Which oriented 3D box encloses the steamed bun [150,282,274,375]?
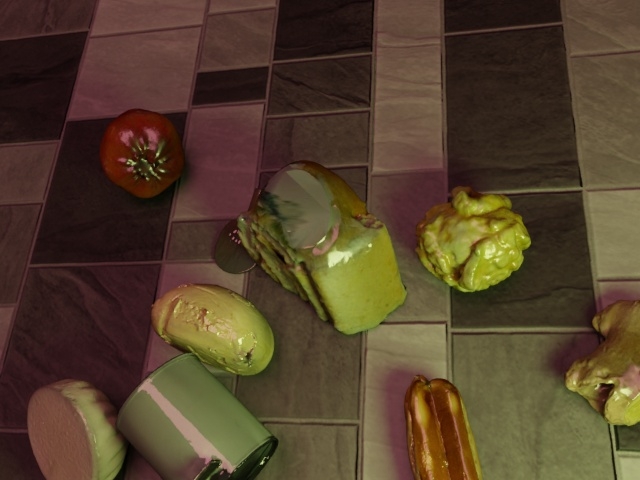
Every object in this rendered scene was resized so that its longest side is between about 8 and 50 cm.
[{"bbox_3d":[-0.225,0.182,1.478,0.273,0.232,0.166,14,66,23],"label":"steamed bun"}]

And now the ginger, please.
[{"bbox_3d":[0.607,0.227,1.326,0.276,0.130,0.221,-28,51,0],"label":"ginger"}]

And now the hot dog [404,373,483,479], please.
[{"bbox_3d":[0.242,0.426,1.329,0.135,0.100,0.337,-9,64,-1],"label":"hot dog"}]

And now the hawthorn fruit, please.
[{"bbox_3d":[-0.472,-0.247,1.764,0.224,0.224,0.260,-30,42,-2],"label":"hawthorn fruit"}]

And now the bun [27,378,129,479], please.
[{"bbox_3d":[-0.504,0.418,1.477,0.263,0.175,0.262,8,104,34],"label":"bun"}]

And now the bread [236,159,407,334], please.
[{"bbox_3d":[0.005,0.003,1.493,0.239,0.264,0.395,-43,63,-16],"label":"bread"}]

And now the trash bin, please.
[{"bbox_3d":[-0.251,0.396,1.372,0.263,0.277,0.217,40,87,18],"label":"trash bin"}]

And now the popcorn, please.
[{"bbox_3d":[0.329,0.001,1.462,0.256,0.195,0.254,0,58,34],"label":"popcorn"}]

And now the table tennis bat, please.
[{"bbox_3d":[-0.187,-0.024,1.690,0.131,0.022,0.234,11,70,18],"label":"table tennis bat"}]
